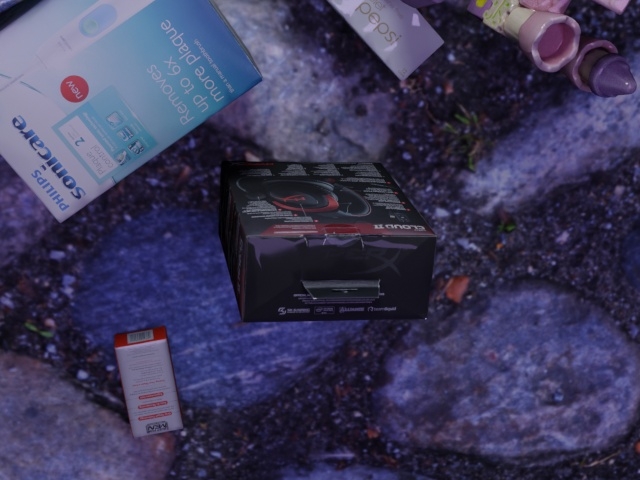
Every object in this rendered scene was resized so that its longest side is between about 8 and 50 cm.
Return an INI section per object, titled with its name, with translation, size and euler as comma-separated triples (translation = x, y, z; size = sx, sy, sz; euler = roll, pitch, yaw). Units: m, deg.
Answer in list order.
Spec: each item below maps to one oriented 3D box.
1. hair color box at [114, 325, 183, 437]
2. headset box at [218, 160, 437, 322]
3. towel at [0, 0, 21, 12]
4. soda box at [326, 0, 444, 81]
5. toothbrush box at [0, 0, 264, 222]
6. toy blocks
[hair color box]
translation = -0.231, 0.191, 1.444
size = 0.071, 0.043, 0.141
euler = -9, 113, -8
[headset box]
translation = 0.000, 0.000, 1.275
size = 0.218, 0.293, 0.110
euler = -1, 112, -12
[towel]
translation = -0.416, -0.313, 1.148
size = 0.285, 0.034, 0.209
euler = -27, 79, 0
[soda box]
translation = 0.049, -0.296, 1.286
size = 0.074, 0.069, 0.216
euler = -43, 113, 7
[toothbrush box]
translation = -0.250, -0.200, 1.235
size = 0.295, 0.126, 0.216
euler = -33, 115, 5
[toy blocks]
translation = 0.289, -0.323, 1.185
size = 0.308, 0.260, 0.289
euler = 19, 109, -33
